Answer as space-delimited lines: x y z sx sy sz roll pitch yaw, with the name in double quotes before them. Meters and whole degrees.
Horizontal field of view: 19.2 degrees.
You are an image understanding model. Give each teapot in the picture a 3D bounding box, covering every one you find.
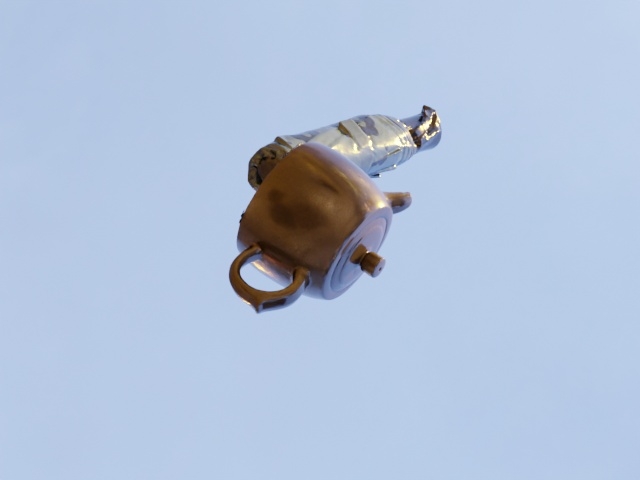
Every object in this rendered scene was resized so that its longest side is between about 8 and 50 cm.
"teapot" 0.000 0.000 0.990 0.121 0.068 0.076 -40 156 -37

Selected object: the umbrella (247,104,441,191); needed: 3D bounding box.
"umbrella" 0.026 -0.070 1.531 0.053 0.052 0.250 -43 167 31
